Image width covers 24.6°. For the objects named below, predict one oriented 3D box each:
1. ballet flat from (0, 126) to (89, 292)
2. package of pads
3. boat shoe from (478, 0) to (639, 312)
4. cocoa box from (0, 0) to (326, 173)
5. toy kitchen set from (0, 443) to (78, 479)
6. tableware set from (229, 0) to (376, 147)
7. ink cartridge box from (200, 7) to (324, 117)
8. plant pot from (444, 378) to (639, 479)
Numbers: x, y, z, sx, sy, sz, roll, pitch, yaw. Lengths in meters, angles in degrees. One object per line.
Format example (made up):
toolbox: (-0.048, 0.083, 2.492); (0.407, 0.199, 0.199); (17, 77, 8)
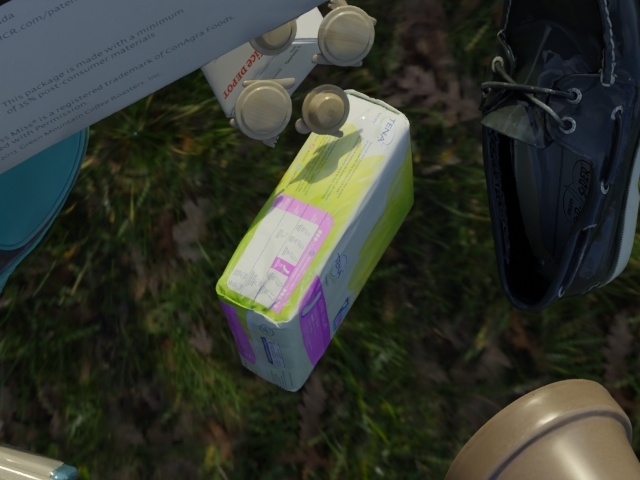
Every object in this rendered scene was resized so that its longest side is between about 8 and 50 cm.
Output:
ballet flat: (-0.247, 0.000, 1.031); (0.083, 0.087, 0.247); (30, 88, -19)
package of pads: (0.000, 0.000, 1.673); (0.101, 0.229, 0.296); (26, 70, 15)
boat shoe: (0.171, -0.088, 1.103); (0.113, 0.127, 0.340); (-32, 138, -33)
cocoa box: (-0.109, -0.238, 0.761); (0.347, 0.231, 0.228); (-29, 65, -6)
toy kitchen set: (-0.103, 0.181, 0.667); (0.166, 0.207, 0.122); (18, 85, -1)
tableware set: (-0.019, -0.177, 1.531); (0.141, 0.020, 0.169); (6, 106, -25)
ink cartridge box: (-0.097, -0.290, 1.900); (0.092, 0.160, 0.219); (-8, 62, -43)
plant pot: (0.315, 0.338, 1.782); (0.263, 0.229, 0.263); (-22, 137, -22)
